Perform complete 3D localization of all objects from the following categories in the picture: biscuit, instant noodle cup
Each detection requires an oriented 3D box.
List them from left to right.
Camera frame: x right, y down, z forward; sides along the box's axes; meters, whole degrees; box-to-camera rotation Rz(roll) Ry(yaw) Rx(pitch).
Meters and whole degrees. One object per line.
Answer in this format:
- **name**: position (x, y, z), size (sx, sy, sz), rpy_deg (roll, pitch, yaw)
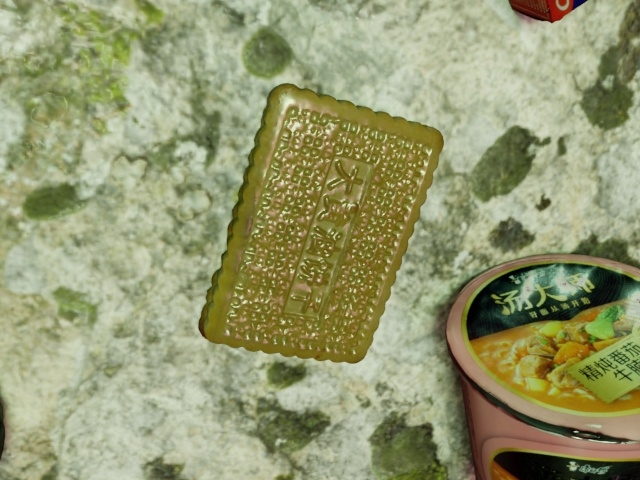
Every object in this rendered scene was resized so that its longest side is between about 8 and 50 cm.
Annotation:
- **biscuit**: position (0.000, 0.000, 0.574), size (0.172, 0.029, 0.254), rpy_deg (12, 109, -20)
- **instant noodle cup**: position (0.243, 0.180, 0.621), size (0.244, 0.244, 0.255), rpy_deg (-15, 123, -9)

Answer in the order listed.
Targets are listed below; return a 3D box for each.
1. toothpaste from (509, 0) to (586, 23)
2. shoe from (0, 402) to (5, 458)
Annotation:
- **toothpaste**: position (0.140, -0.313, 0.432), size (0.076, 0.066, 0.320), rpy_deg (-32, 128, 0)
- **shoe**: position (-0.390, 0.090, 0.455), size (0.171, 0.132, 0.336), rpy_deg (-25, 114, 1)
